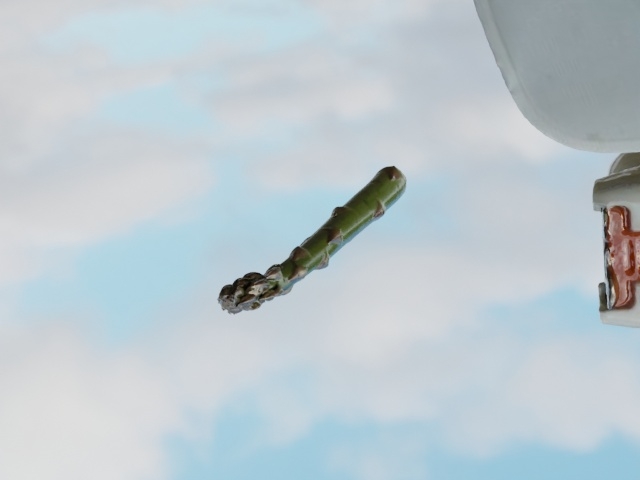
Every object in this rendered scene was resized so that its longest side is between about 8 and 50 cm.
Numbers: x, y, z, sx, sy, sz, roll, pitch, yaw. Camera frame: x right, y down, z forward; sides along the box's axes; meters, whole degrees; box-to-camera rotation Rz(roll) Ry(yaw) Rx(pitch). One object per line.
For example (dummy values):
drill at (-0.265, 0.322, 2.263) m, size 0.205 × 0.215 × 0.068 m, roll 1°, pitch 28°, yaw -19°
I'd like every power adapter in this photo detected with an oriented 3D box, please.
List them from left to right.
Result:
power adapter at (0.200, -0.164, 0.878) m, size 0.187 × 0.124 × 0.255 m, roll -1°, pitch -140°, yaw 33°

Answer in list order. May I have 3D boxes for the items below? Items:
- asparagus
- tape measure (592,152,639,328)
asparagus at (0.000, 0.000, 1.136) m, size 0.025 × 0.024 × 0.248 m, roll 1°, pitch -162°, yaw 24°
tape measure at (0.332, -0.022, 1.451) m, size 0.258 × 0.130 × 0.265 m, roll -4°, pitch -166°, yaw 9°
